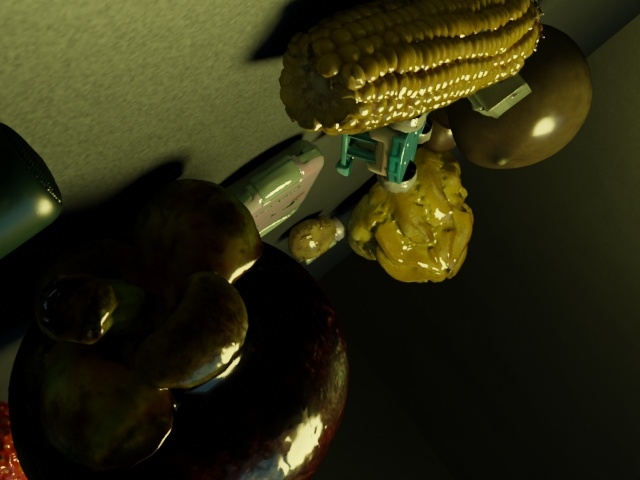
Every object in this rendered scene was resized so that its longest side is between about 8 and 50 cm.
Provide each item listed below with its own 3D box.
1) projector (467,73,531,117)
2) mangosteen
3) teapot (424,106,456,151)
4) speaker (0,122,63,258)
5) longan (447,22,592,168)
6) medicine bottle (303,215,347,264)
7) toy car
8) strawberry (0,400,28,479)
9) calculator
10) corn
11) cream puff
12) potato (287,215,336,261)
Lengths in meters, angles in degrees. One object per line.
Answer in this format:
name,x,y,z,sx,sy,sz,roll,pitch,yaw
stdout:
projector,0.172,-0.192,0.863,0.061,0.115,0.147,-36,176,17
mangosteen,-0.132,0.120,0.729,0.330,0.330,0.330,-37,175,-4
teapot,0.198,-0.195,1.297,0.121,0.076,0.068,-4,153,-16
speaker,-0.169,-0.022,0.370,0.075,0.060,0.094,-37,175,-8
longan,0.275,-0.200,1.097,0.196,0.196,0.220,-35,166,-25
medicine bottle,0.000,0.000,1.774,0.118,0.055,0.074,-37,174,-7
toy car,0.084,-0.151,0.937,0.126,0.098,0.161,93,15,-54
strawberry,-0.436,0.300,1.013,0.175,0.107,0.236,-49,-165,-19
calculator,-0.071,-0.045,0.940,0.141,0.045,0.246,-35,176,-18
corn,0.091,-0.161,0.654,0.318,0.115,0.115,-32,173,-45
cream puff,0.224,-0.035,1.718,0.291,0.257,0.324,-41,168,-7
potato,-0.015,-0.006,1.526,0.091,0.070,0.138,-38,175,24
